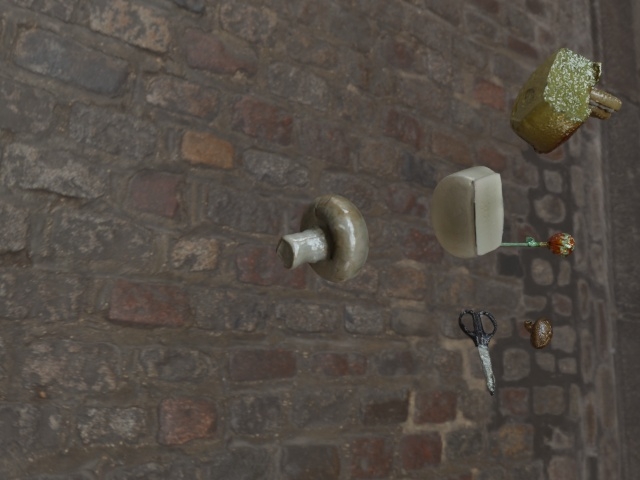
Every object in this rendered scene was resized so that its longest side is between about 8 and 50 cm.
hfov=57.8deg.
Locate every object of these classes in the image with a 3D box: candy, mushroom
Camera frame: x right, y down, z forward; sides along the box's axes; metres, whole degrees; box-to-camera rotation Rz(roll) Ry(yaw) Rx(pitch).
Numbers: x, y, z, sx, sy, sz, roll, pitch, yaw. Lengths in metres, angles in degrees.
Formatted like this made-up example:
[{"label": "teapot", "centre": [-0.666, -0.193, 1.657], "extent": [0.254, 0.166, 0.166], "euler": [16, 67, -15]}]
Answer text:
[{"label": "candy", "centre": [0.741, 0.017, 2.039], "extent": [0.078, 0.288, 0.084], "euler": [-77, 163, -51]}, {"label": "mushroom", "centre": [0.754, 0.315, 1.987], "extent": [0.126, 0.085, 0.109], "euler": [-19, 88, -57]}, {"label": "mushroom", "centre": [0.000, 0.000, 1.510], "extent": [0.244, 0.244, 0.243], "euler": [8, 76, -34]}]

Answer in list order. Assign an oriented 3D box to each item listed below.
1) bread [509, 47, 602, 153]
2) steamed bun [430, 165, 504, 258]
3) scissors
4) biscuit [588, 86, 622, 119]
[{"label": "bread", "centre": [0.348, -0.205, 0.879], "extent": [0.086, 0.125, 0.156], "euler": [30, 65, -11]}, {"label": "steamed bun", "centre": [0.404, -0.081, 1.614], "extent": [0.146, 0.164, 0.241], "euler": [-17, 107, -35]}, {"label": "scissors", "centre": [0.444, 0.299, 1.583], "extent": [0.109, 0.022, 0.300], "euler": [4, 37, 2]}, {"label": "biscuit", "centre": [0.756, -0.427, 1.718], "extent": [0.259, 0.259, 0.079], "euler": [6, 115, -34]}]
